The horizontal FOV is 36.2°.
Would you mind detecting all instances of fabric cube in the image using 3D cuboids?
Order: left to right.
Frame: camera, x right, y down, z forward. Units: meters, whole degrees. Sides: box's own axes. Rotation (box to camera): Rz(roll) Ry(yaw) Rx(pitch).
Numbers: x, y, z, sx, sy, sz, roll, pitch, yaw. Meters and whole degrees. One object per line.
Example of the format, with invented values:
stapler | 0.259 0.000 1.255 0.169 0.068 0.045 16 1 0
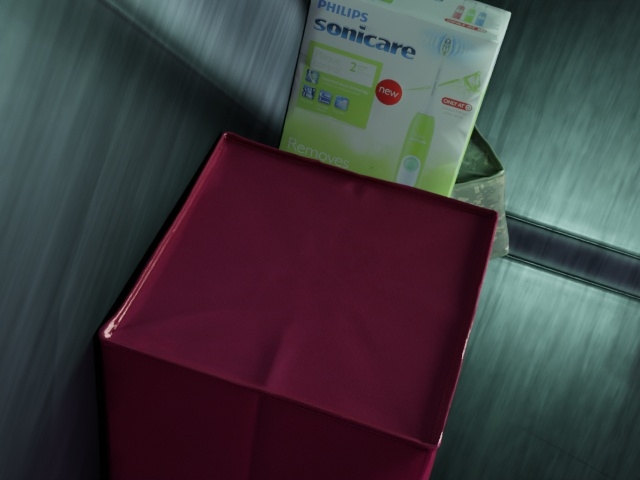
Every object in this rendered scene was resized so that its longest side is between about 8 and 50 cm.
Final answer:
fabric cube | -0.019 0.109 0.835 0.258 0.259 0.254 99 12 -47

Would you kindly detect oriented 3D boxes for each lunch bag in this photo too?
lunch bag | 0.145 -0.121 1.413 0.235 0.169 0.287 68 0 -59

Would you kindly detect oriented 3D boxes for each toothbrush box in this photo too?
toothbrush box | 0.074 -0.147 1.132 0.122 0.206 0.283 -60 168 -58
